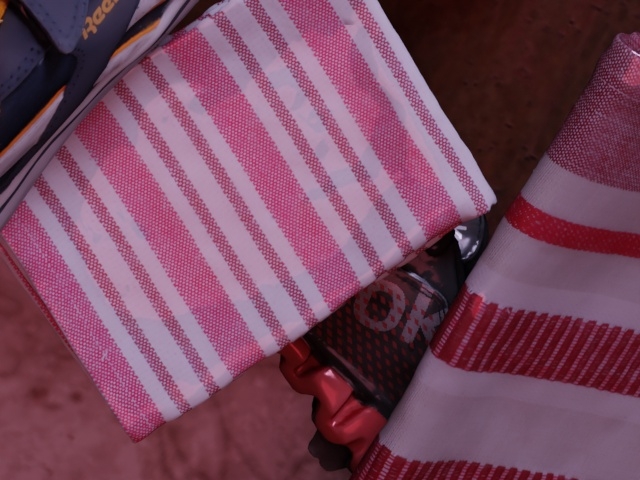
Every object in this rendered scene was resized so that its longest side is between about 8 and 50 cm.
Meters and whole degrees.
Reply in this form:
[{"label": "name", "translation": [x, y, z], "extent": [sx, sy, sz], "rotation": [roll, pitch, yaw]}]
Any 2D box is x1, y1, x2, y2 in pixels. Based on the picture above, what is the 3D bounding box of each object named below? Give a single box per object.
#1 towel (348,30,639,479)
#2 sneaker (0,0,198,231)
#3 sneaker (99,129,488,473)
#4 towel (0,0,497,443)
[{"label": "towel", "translation": [0.144, 0.075, 0.906], "extent": [0.237, 0.037, 0.329], "rotation": [14, 115, -34]}, {"label": "sneaker", "translation": [-0.121, -0.115, 0.760], "extent": [0.126, 0.127, 0.321], "rotation": [30, 87, 15]}, {"label": "sneaker", "translation": [0.000, 0.000, 0.907], "extent": [0.135, 0.098, 0.276], "rotation": [-39, 106, 14]}, {"label": "towel", "translation": [-0.039, -0.021, 0.836], "extent": [0.197, 0.029, 0.144], "rotation": [-34, 99, 2]}]
